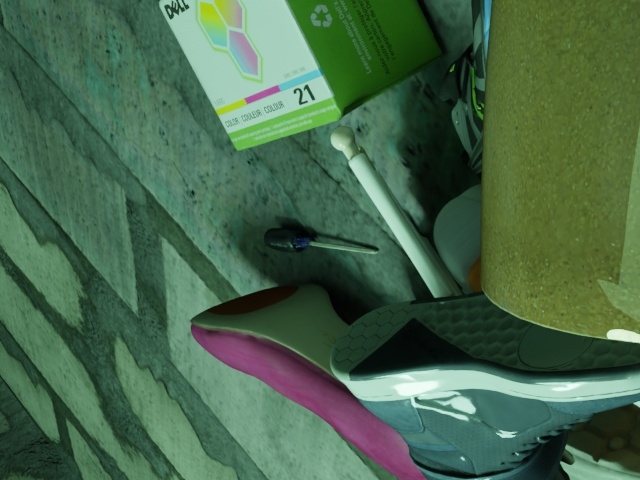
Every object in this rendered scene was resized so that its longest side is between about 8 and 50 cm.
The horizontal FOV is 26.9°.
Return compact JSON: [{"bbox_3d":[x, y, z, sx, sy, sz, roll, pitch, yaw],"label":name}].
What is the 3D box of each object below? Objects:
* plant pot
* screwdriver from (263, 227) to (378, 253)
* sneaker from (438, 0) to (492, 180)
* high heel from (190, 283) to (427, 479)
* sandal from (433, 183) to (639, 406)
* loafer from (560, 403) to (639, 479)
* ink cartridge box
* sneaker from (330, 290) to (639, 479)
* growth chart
[{"bbox_3d":[0.163,-0.116,0.524,0.237,0.237,0.254,13,116,58],"label":"plant pot"},{"bbox_3d":[0.000,0.000,1.195,0.170,0.024,0.025,-1,89,56],"label":"screwdriver"},{"bbox_3d":[0.104,-0.101,0.811,0.078,0.067,0.188,33,149,33],"label":"sneaker"},{"bbox_3d":[0.007,0.143,1.198,0.377,0.127,0.181,6,113,57],"label":"high heel"},{"bbox_3d":[0.171,0.063,0.835,0.265,0.102,0.076,41,148,30],"label":"sandal"},{"bbox_3d":[0.256,0.184,0.822,0.319,0.112,0.111,32,151,59],"label":"loafer"},{"bbox_3d":[-0.048,-0.206,0.942,0.255,0.097,0.189,62,156,-9],"label":"ink cartridge box"},{"bbox_3d":[0.134,0.104,0.768,0.226,0.086,0.163,-8,127,45],"label":"sneaker"},{"bbox_3d":[0.073,0.010,0.945,0.172,0.021,0.237,58,-176,19],"label":"growth chart"}]
